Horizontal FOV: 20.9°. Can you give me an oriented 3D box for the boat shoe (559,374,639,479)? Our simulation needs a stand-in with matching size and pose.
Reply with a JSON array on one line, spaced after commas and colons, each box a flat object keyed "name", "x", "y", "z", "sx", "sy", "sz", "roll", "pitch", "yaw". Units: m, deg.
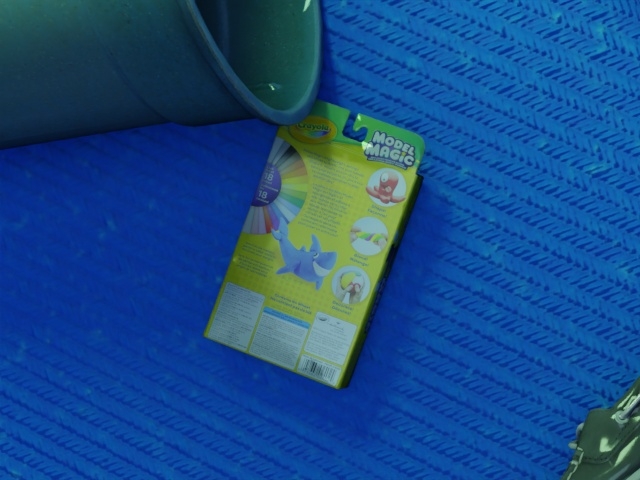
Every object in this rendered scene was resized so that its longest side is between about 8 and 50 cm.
[{"name": "boat shoe", "x": 0.277, "y": 0.129, "z": 1.382, "sx": 0.335, "sy": 0.112, "sz": 0.095, "roll": -42, "pitch": 63, "yaw": 1}]

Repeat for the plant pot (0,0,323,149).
[{"name": "plant pot", "x": -0.214, "y": -0.219, "z": 1.387, "sx": 0.334, "sy": 0.341, "sz": 0.341, "roll": -13, "pitch": 85, "yaw": 18}]

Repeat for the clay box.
[{"name": "clay box", "x": 0.000, "y": 0.000, "z": 1.460, "sx": 0.127, "sy": 0.053, "sz": 0.222, "roll": 21, "pitch": 91, "yaw": 11}]
